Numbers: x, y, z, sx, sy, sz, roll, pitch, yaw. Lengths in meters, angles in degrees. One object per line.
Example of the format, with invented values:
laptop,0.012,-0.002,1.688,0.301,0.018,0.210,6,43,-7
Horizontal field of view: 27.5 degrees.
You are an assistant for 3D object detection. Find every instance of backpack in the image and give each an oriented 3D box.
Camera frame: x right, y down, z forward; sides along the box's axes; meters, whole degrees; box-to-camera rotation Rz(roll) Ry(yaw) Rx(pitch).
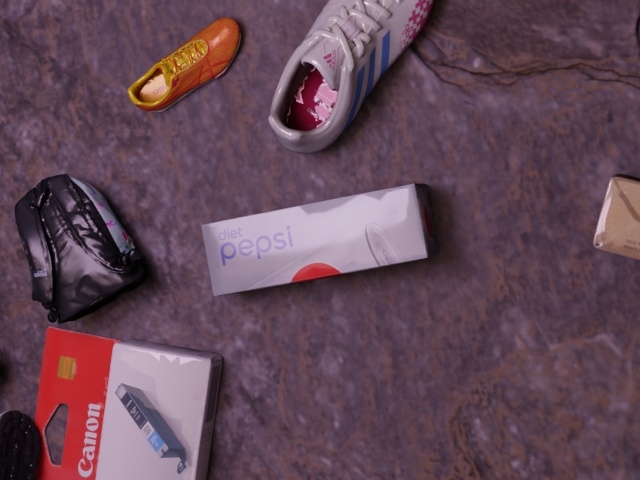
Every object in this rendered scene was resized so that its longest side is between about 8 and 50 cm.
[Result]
backpack,-0.326,0.003,1.738,0.152,0.115,0.182,-29,83,1

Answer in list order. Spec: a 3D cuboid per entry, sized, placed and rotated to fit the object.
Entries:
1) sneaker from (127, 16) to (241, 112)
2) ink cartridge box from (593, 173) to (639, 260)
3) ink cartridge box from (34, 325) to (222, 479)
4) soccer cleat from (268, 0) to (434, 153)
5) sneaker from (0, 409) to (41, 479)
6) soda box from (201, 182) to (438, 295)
sneaker,-0.175,-0.228,1.722,0.175,0.067,0.064,-41,80,10
ink cartridge box,0.440,-0.008,1.505,0.234,0.193,0.088,15,96,14
ink cartridge box,-0.279,0.280,1.755,0.261,0.066,0.296,8,92,13
soccer cleat,0.045,-0.252,1.627,0.116,0.143,0.331,31,98,12
sneaker,-0.456,0.372,1.741,0.124,0.107,0.283,-19,47,30
soda box,0.000,0.000,1.667,0.286,0.091,0.098,-10,89,14
